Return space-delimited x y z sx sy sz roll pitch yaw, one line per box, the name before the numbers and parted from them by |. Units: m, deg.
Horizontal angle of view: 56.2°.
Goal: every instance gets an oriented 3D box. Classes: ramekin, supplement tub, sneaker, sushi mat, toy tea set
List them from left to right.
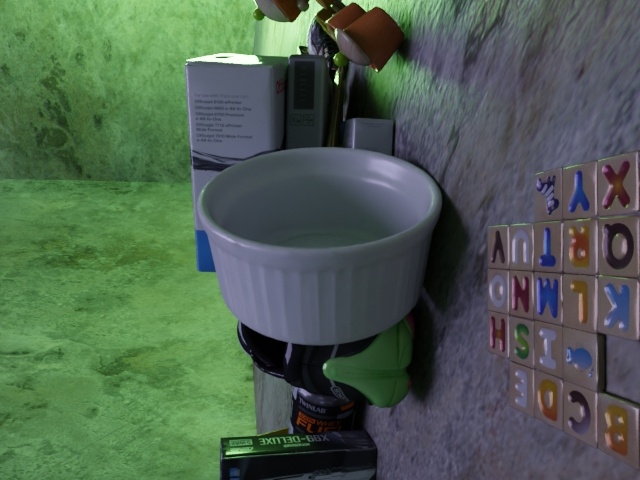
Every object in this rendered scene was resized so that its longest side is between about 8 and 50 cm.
sneaker | -0.022 0.099 0.902 0.483 0.202 0.186 -161 77 -75
toy tea set | -0.007 -0.330 0.898 0.124 0.200 0.336 -43 27 8
ramekin | 0.000 0.000 0.715 0.277 0.277 0.135 -110 16 -60
supplement tub | 0.007 0.284 1.034 0.117 0.116 0.191 -111 23 -61
sneaker | 0.022 -0.341 1.136 0.077 0.071 0.178 -159 61 -65
sushi mat | 0.023 -0.153 1.000 0.317 0.019 0.152 -83 -6 -48

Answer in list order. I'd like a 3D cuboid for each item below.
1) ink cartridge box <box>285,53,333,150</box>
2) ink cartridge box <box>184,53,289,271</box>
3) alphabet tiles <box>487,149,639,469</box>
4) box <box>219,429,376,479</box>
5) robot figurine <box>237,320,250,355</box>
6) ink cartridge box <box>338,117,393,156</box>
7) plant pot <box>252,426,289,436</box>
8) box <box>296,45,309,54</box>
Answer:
ink cartridge box | -0.016 -0.149 1.004 0.239 0.060 0.275 -62 -25 -83
ink cartridge box | -0.116 -0.130 0.949 0.223 0.128 0.308 -74 -14 -69
alphabet tiles | 0.183 0.044 0.446 0.237 0.009 0.199 177 93 -78
box | -0.040 0.466 0.954 0.076 0.242 0.308 -149 61 -77
robot figurine | -0.132 0.227 1.600 0.209 0.173 0.278 -59 -1 -24
ink cartridge box | 0.064 -0.089 0.900 0.104 0.060 0.180 -142 54 -77
plant pot | -0.130 0.634 1.535 0.212 0.212 0.187 -133 31 -73
box | -0.024 -0.320 1.361 0.220 0.051 0.175 -105 19 -51
